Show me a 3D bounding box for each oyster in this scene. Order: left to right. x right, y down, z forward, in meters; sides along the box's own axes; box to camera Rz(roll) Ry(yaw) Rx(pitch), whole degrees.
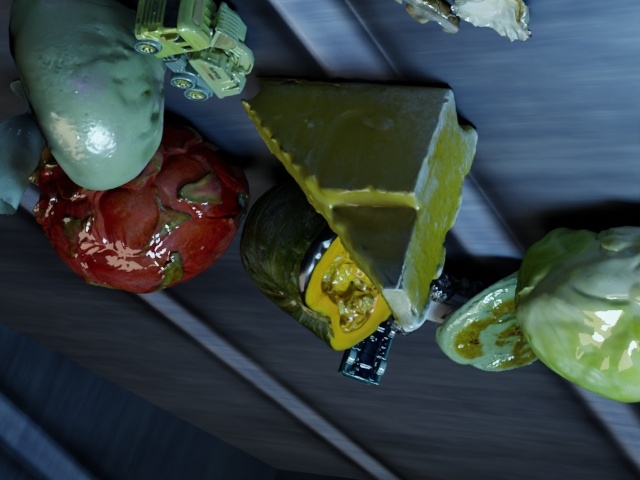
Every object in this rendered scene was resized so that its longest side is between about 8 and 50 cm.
[{"bbox_3d":[0.185,-0.258,1.530,0.121,0.045,0.146,-6,157,43],"label":"oyster"}]

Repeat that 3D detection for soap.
[{"bbox_3d":[0.007,-0.054,1.845,0.338,0.304,0.169,6,154,29],"label":"soap"}]

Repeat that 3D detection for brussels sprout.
[{"bbox_3d":[0.437,0.100,2.013,0.316,0.242,0.274,-15,119,49],"label":"brussels sprout"}]

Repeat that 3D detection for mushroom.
[{"bbox_3d":[0.122,-0.267,1.597,0.101,0.019,0.049,28,158,-25],"label":"mushroom"}]

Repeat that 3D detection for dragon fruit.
[{"bbox_3d":[-0.276,-0.054,2.128,0.342,0.277,0.277,18,161,-17],"label":"dragon fruit"}]

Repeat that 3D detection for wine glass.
[{"bbox_3d":[-0.478,-0.143,2.167,0.093,0.202,0.093,17,160,6],"label":"wine glass"}]

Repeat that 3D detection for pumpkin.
[{"bbox_3d":[0.000,0.000,2.192,0.232,0.242,0.325,42,165,29],"label":"pumpkin"}]

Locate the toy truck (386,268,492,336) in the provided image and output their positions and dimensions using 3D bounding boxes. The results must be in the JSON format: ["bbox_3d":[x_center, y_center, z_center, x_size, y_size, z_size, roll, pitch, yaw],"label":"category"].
[{"bbox_3d":[0.224,0.106,2.370,0.286,0.111,0.136,22,131,-31],"label":"toy truck"}]

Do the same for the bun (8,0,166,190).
[{"bbox_3d":[-0.281,-0.210,1.804,0.179,0.283,0.283,-19,154,3],"label":"bun"}]

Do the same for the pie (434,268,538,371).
[{"bbox_3d":[0.309,0.135,2.297,0.240,0.054,0.240,-8,138,-7],"label":"pie"}]

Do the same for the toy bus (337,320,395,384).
[{"bbox_3d":[0.093,0.189,2.637,0.079,0.160,0.092,20,169,-8],"label":"toy bus"}]

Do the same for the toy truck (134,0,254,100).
[{"bbox_3d":[-0.148,-0.252,1.773,0.116,0.085,0.191,-3,156,25],"label":"toy truck"}]
